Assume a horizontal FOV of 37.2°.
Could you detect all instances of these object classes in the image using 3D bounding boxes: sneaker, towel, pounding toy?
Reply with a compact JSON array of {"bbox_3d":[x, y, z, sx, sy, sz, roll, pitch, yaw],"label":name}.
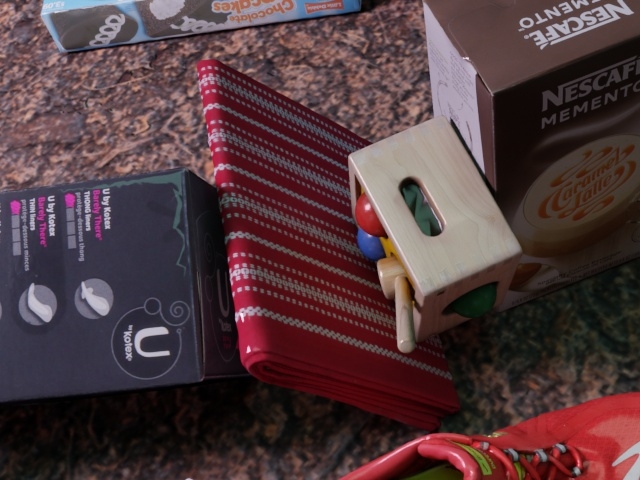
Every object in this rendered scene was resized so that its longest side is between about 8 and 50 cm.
[{"bbox_3d":[0.111,0.160,0.591,0.279,0.118,0.107,-20,54,-2],"label":"sneaker"},{"bbox_3d":[0.000,0.000,0.703,0.031,0.199,0.274,-39,47,30],"label":"towel"},{"bbox_3d":[0.068,0.010,0.640,0.100,0.130,0.141,-24,69,-6],"label":"pounding toy"}]

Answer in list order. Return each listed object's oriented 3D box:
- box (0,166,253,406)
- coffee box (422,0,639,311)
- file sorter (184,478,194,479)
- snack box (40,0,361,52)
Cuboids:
[{"bbox_3d":[-0.197,0.045,0.687,0.271,0.165,0.143,-7,83,8],"label":"box"},{"bbox_3d":[0.161,-0.071,0.666,0.141,0.246,0.098,-22,53,-4],"label":"coffee box"},{"bbox_3d":[-0.081,0.300,0.490,0.173,0.192,0.277,29,65,31],"label":"file sorter"},{"bbox_3d":[-0.120,-0.302,1.007,0.322,0.060,0.187,-6,54,7],"label":"snack box"}]
